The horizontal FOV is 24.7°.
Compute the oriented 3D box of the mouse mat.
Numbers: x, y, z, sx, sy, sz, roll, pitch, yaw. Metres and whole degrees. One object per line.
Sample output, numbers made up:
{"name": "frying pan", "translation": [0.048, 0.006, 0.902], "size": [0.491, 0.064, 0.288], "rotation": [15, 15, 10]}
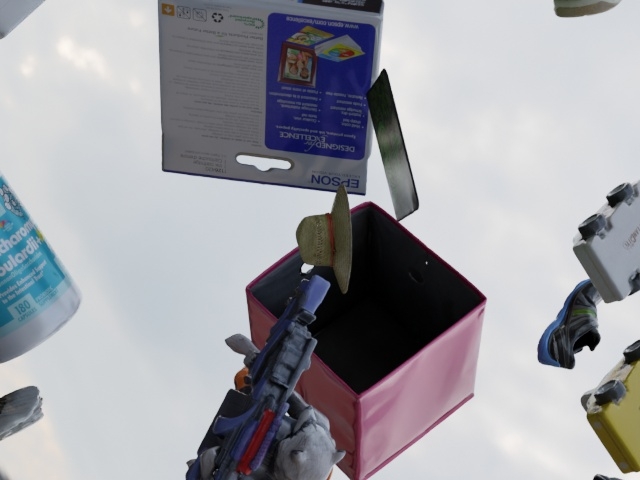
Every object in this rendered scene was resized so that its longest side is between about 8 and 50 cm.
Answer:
{"name": "mouse mat", "translation": [0.077, -0.100, 1.589], "size": [0.190, 0.007, 0.153], "rotation": [130, -53, -85]}

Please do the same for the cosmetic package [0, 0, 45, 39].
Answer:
{"name": "cosmetic package", "translation": [-0.445, -0.430, 1.727], "size": [0.365, 0.197, 0.155], "rotation": [48, -16, -18]}

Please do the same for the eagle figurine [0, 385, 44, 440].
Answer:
{"name": "eagle figurine", "translation": [-0.423, 0.207, 1.632], "size": [0.225, 0.226, 0.298], "rotation": [-106, -166, -45]}

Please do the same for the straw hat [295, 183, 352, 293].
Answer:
{"name": "straw hat", "translation": [0.000, 0.000, 1.863], "size": [0.144, 0.061, 0.144], "rotation": [178, -90, -83]}

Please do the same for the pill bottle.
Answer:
{"name": "pill bottle", "translation": [-0.402, 0.003, 1.690], "size": [0.264, 0.146, 0.146], "rotation": [58, -20, -16]}

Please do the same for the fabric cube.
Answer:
{"name": "fabric cube", "translation": [0.065, 0.151, 2.169], "size": [0.259, 0.254, 0.258], "rotation": [42, -25, 28]}

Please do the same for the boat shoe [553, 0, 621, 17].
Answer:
{"name": "boat shoe", "translation": [0.329, -0.354, 1.749], "size": [0.102, 0.285, 0.092], "rotation": [0, -60, 21]}

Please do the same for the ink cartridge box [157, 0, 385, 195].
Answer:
{"name": "ink cartridge box", "translation": [-0.071, -0.213, 2.015], "size": [0.072, 0.303, 0.307], "rotation": [-79, 175, -45]}

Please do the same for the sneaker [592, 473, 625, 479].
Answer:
{"name": "sneaker", "translation": [0.331, 0.358, 1.823], "size": [0.086, 0.228, 0.132], "rotation": [-107, -176, -78]}

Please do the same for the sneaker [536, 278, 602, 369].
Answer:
{"name": "sneaker", "translation": [0.395, 0.129, 2.216], "size": [0.078, 0.188, 0.067], "rotation": [23, -38, 22]}

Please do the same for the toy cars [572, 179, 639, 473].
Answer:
{"name": "toy cars", "translation": [0.343, 0.098, 1.694], "size": [0.087, 0.176, 0.394], "rotation": [-27, -130, 40]}

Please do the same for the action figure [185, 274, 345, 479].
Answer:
{"name": "action figure", "translation": [-0.048, 0.216, 1.850], "size": [0.178, 0.341, 0.330], "rotation": [31, -2, -22]}
